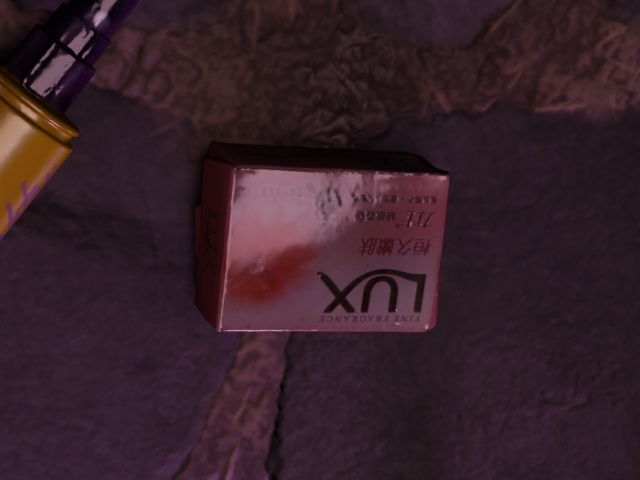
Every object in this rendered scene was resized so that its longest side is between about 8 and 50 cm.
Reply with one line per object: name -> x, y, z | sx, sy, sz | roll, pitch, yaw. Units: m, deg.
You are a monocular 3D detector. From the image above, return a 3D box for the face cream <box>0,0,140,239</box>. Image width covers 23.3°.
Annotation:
face cream -> -0.199, -0.041, 0.881 | 0.078, 0.078, 0.273 | 39, 92, -24

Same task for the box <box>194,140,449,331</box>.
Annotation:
box -> 0.000, 0.000, 0.970 | 0.156, 0.060, 0.111 | 0, 108, -17
